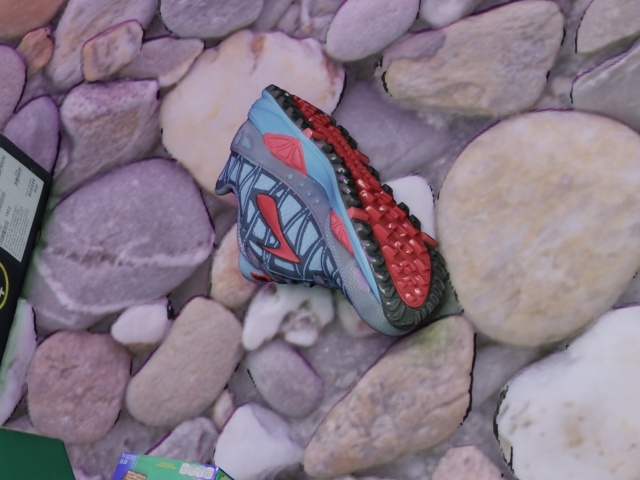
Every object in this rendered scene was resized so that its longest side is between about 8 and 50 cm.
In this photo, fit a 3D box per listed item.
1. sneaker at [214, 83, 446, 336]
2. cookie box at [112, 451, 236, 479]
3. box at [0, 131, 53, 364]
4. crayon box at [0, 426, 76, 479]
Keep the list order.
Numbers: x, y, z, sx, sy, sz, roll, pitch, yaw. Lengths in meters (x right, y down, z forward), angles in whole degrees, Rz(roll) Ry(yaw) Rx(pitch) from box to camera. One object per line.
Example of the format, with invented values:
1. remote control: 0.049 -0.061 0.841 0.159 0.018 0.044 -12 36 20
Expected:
1. sneaker: 0.000 0.000 1.336 0.125 0.104 0.262 -51 42 18
2. cookie box: -0.119 0.215 1.290 0.092 0.040 0.107 4 64 32
3. box: -0.417 0.108 1.510 0.318 0.097 0.395 -7 58 32
4. crayon box: -0.258 0.355 1.152 0.363 0.106 0.313 -53 41 25
